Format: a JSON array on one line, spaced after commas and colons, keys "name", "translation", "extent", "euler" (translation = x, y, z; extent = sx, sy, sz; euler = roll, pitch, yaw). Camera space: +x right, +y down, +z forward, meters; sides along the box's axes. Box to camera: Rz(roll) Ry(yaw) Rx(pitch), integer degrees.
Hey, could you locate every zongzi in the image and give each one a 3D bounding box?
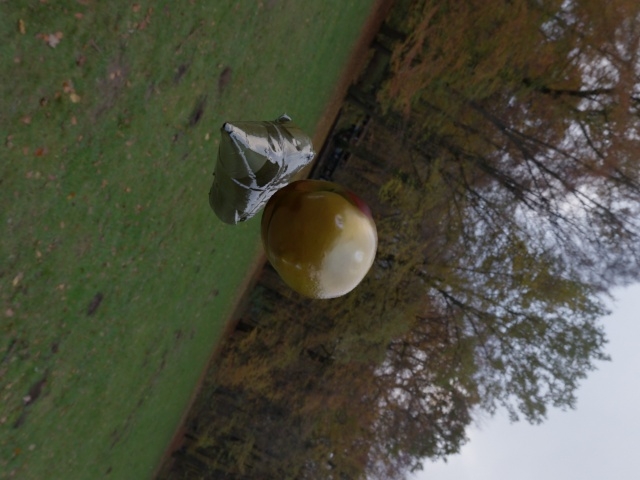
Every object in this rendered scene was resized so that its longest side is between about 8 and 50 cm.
[{"name": "zongzi", "translation": [-0.100, -0.072, 0.540], "extent": [0.160, 0.078, 0.176], "euler": [-46, 173, 25]}]

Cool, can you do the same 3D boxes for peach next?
[{"name": "peach", "translation": [0.000, 0.000, 0.532], "extent": [0.138, 0.138, 0.138], "euler": [-62, -177, 6]}]
